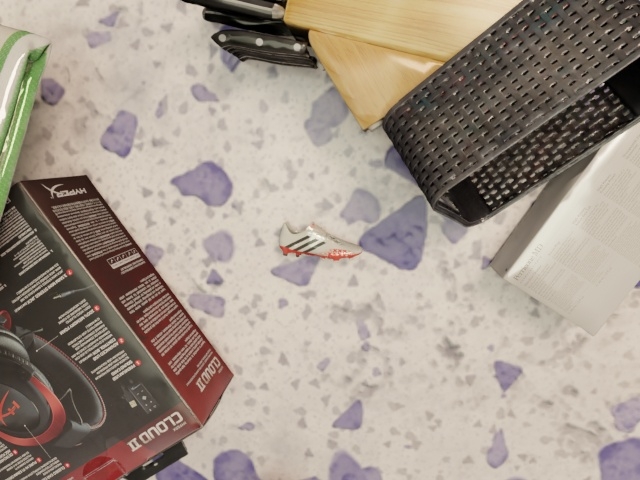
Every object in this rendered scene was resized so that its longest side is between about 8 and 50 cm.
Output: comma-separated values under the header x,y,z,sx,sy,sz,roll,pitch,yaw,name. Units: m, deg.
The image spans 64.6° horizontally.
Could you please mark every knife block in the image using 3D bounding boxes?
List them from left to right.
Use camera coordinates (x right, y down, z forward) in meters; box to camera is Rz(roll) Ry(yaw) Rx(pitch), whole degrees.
x,y,z,sx,sy,sz,roll,pitch,yaw,name
0.031,-0.226,0.416,0.275,0.088,0.242,-30,97,10,knife block

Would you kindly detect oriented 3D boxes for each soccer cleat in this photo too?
x,y,z,sx,sy,sz,roll,pitch,yaw,name
0.000,0.000,0.494,0.083,0.029,0.036,6,106,9,soccer cleat

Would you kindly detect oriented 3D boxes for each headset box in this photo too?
x,y,z,sx,sy,sz,roll,pitch,yaw,name
-0.247,0.118,0.497,0.218,0.110,0.293,-34,95,11,headset box

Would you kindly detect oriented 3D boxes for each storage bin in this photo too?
x,y,z,sx,sy,sz,roll,pitch,yaw,name
0.154,-0.099,0.387,0.180,0.122,0.084,-37,65,22,storage bin

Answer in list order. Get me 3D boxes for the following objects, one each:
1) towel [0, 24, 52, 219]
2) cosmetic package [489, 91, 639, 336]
x,y,z,sx,sy,sz,roll,pitch,yaw,name
-0.393,-0.085,0.446,0.324,0.038,0.248,12,86,20,towel
0.263,-0.045,0.443,0.098,0.060,0.239,32,102,-3,cosmetic package
